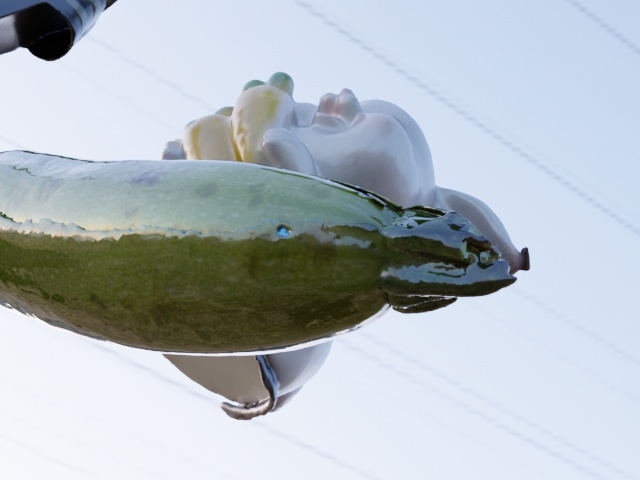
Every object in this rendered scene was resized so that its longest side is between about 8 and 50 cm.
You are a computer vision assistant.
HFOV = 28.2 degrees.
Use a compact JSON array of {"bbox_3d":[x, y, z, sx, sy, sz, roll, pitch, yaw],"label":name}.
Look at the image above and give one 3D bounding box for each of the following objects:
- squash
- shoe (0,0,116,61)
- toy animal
[{"bbox_3d":[-0.070,0.006,0.575,0.340,0.094,0.094,7,-31,37],"label":"squash"},{"bbox_3d":[-0.222,-0.167,1.021,0.049,0.179,0.071,54,-37,10],"label":"shoe"},{"bbox_3d":[-0.001,-0.005,1.011,0.182,0.310,0.247,-11,-64,52],"label":"toy animal"}]
